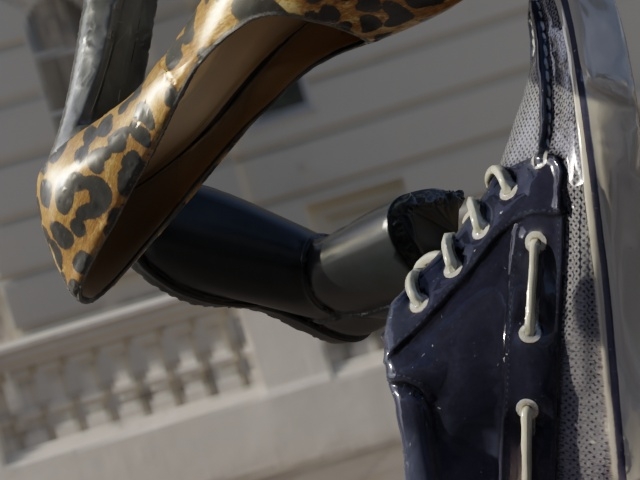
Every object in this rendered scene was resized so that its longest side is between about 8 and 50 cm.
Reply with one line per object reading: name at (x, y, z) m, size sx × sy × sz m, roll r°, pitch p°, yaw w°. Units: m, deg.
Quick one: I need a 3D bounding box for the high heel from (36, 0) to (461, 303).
high heel at (-0.035, -0.057, 0.739) m, size 0.261 × 0.186 × 0.093 m, roll 0°, pitch -12°, yaw 39°

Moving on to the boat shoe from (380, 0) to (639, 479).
boat shoe at (0.109, 0.004, 0.863) m, size 0.158 × 0.340 × 0.127 m, roll -6°, pitch -16°, yaw 8°

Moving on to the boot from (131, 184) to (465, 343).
boot at (0.000, 0.000, 1.105) m, size 0.246 × 0.094 × 0.207 m, roll 24°, pitch -27°, yaw -27°
